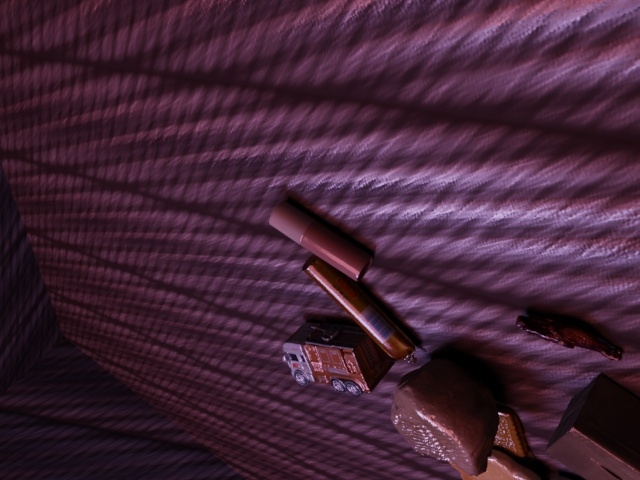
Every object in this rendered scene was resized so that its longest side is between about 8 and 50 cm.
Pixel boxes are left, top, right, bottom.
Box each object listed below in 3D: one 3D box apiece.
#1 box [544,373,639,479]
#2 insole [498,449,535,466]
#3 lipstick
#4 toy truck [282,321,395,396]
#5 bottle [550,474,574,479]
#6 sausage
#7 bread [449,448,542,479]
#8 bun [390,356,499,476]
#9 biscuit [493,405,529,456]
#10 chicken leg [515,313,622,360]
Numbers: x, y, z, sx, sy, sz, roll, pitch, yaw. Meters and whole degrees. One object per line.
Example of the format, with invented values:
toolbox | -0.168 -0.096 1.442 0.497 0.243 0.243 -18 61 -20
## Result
box | 0.604 0.416 1.460 0.231 0.155 0.149 33 148 13
insole | 0.477 0.575 1.933 0.086 0.005 0.253 47 148 -7
lipstick | 0.000 0.000 1.701 0.254 0.070 0.070 33 147 14
toy truck | 0.034 0.308 1.980 0.305 0.136 0.162 0 122 45
bottle | 0.660 0.640 1.717 0.245 0.104 0.104 7 134 44
sausage | 0.107 0.173 1.789 0.371 0.082 0.082 44 148 -5
bread | 0.482 0.632 1.929 0.316 0.054 0.316 29 152 17
bun | 0.301 0.398 1.723 0.281 0.205 0.282 30 149 21
biscuit | 0.400 0.467 1.862 0.254 0.029 0.172 6 131 43
chicken leg | 0.480 0.187 1.423 0.205 0.053 0.093 21 166 42
